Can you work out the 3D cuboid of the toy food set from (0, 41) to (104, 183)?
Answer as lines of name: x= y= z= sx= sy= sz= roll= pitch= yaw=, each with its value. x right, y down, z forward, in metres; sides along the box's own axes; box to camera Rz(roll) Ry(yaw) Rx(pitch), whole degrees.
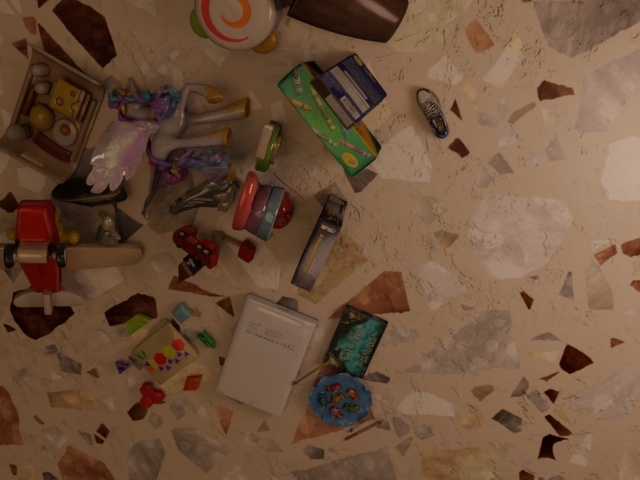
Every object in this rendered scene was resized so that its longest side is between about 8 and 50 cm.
toy food set: x=-0.727 y=-0.335 z=1.668 sx=0.219 sy=0.092 sz=0.306 roll=29 pitch=110 yaw=0

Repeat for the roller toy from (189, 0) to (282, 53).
roller toy: x=-0.187 y=-0.554 z=1.480 sx=0.209 sy=0.146 sz=0.191 roll=20 pitch=118 yaw=-3

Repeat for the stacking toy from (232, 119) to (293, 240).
stacking toy: x=-0.107 y=-0.140 z=1.532 sx=0.130 sy=0.309 sz=0.280 roll=19 pitch=99 yaw=-5

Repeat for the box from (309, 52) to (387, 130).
box: x=0.072 y=-0.352 z=1.466 sx=0.036 sy=0.225 sz=0.136 roll=-34 pitch=99 yaw=38

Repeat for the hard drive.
hard drive: x=-0.159 y=0.331 z=1.801 sx=0.210 sy=0.040 sz=0.319 roll=21 pitch=109 yaw=3

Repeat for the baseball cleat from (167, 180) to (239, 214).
baseball cleat: x=-0.309 y=-0.104 z=1.679 sx=0.205 sy=0.072 sz=0.109 roll=-31 pitch=106 yaw=21

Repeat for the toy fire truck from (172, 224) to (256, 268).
toy fire truck: x=-0.286 y=0.011 z=1.693 sx=0.192 sy=0.135 sz=0.047 roll=34 pitch=131 yaw=16

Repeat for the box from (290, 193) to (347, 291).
box: x=0.000 y=0.000 z=1.573 sx=0.056 sy=0.231 sz=0.183 roll=25 pitch=110 yaw=-2

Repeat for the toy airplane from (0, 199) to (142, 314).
toy airplane: x=-0.744 y=0.023 z=1.708 sx=0.384 sy=0.386 sz=0.273 roll=-24 pitch=58 yaw=24

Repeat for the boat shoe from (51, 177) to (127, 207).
boat shoe: x=-0.634 y=-0.124 z=1.725 sx=0.223 sy=0.080 sz=0.073 roll=-3 pitch=144 yaw=20

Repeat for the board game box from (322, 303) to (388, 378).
board game box: x=0.095 y=0.283 z=1.751 sx=0.126 sy=0.026 sz=0.186 roll=22 pitch=109 yaw=2

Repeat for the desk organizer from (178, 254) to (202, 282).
desk organizer: x=-0.352 y=0.065 z=1.706 sx=0.050 sy=0.130 sz=0.047 roll=-27 pitch=101 yaw=18

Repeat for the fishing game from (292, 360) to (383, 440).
fishing game: x=0.058 y=0.463 z=1.791 sx=0.189 sy=0.041 sz=0.264 roll=-31 pitch=107 yaw=18

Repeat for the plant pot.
plant pot: x=0.075 y=-0.552 z=1.422 sx=0.230 sy=0.215 sz=0.215 roll=25 pitch=110 yaw=-15

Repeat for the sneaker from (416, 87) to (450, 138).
sneaker: x=0.276 y=-0.308 z=1.522 sx=0.052 sy=0.058 sz=0.135 roll=-29 pitch=99 yaw=17

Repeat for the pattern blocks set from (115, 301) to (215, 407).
pattern blocks set: x=-0.464 y=0.335 z=1.863 sx=0.324 sy=0.026 sz=0.286 roll=-29 pitch=100 yaw=17

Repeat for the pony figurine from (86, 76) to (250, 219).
pony figurine: x=-0.388 y=-0.243 z=1.572 sx=0.363 sy=0.303 sz=0.351 roll=7 pitch=76 yaw=11

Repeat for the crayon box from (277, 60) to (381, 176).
crayon box: x=0.027 y=-0.296 z=1.511 sx=0.081 sy=0.165 sz=0.278 roll=-37 pitch=98 yaw=18
